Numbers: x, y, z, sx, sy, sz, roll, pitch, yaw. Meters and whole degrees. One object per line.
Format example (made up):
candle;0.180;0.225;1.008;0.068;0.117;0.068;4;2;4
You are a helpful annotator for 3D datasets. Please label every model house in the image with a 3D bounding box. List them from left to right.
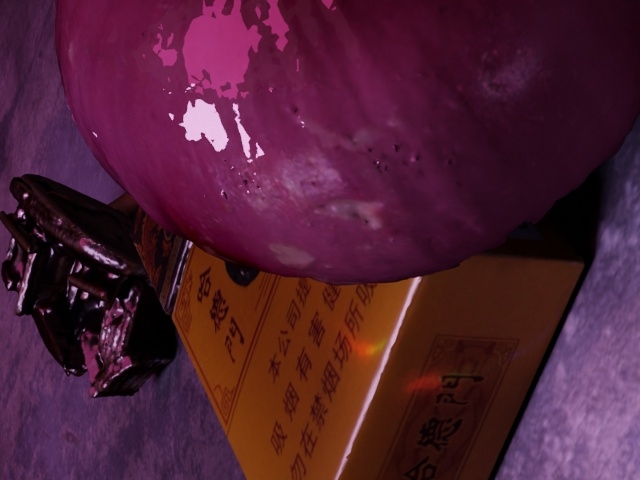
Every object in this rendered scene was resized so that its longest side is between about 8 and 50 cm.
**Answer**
model house;-0.214;0.054;1.655;0.203;0.141;0.164;40;111;56

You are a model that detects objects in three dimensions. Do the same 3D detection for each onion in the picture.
onion;0.012;-0.169;0.983;0.345;0.358;0.358;63;161;-18

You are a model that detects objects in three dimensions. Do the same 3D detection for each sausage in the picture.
sausage;-0.188;-0.029;1.742;0.132;0.024;0.024;154;118;-62

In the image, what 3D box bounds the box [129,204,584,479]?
box;0.000;0.000;1.249;0.415;0.115;0.264;59;138;49
